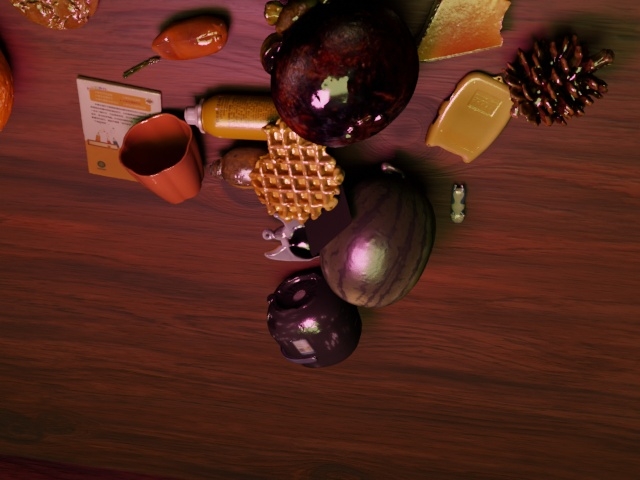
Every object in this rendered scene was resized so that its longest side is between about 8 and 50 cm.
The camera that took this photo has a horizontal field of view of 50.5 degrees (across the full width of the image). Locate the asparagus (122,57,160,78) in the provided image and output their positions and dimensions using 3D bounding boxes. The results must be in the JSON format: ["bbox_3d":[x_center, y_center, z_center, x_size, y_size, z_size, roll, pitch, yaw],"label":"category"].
[{"bbox_3d":[-0.421,-0.407,1.596,0.114,0.014,0.015,-18,106,27],"label":"asparagus"}]

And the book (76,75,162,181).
[{"bbox_3d":[-0.506,-0.271,1.740,0.208,0.020,0.295,11,134,0],"label":"book"}]

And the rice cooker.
[{"bbox_3d":[-0.023,0.222,1.961,0.267,0.267,0.224,-17,127,25],"label":"rice cooker"}]

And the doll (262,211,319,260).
[{"bbox_3d":[0.001,-0.004,1.837,0.317,0.103,0.145,9,154,-9],"label":"doll"}]

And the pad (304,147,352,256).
[{"bbox_3d":[0.000,-0.111,1.642,0.009,0.265,0.159,10,143,-38],"label":"pad"}]

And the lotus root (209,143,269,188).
[{"bbox_3d":[-0.176,-0.184,1.692,0.210,0.120,0.120,0,133,9],"label":"lotus root"}]

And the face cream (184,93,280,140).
[{"bbox_3d":[-0.145,-0.287,1.593,0.349,0.105,0.105,4,134,7],"label":"face cream"}]

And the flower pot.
[{"bbox_3d":[-0.378,-0.187,1.684,0.191,0.190,0.173,-1,149,12],"label":"flower pot"}]

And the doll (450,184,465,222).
[{"bbox_3d":[0.351,-0.093,1.731,0.037,0.027,0.125,6,135,16],"label":"doll"}]

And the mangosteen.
[{"bbox_3d":[0.041,-0.351,1.377,0.330,0.330,0.330,6,134,6],"label":"mangosteen"}]

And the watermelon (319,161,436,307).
[{"bbox_3d":[0.141,-0.010,1.672,0.279,0.279,0.359,19,105,-7],"label":"watermelon"}]

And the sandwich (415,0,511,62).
[{"bbox_3d":[0.295,-0.432,1.395,0.163,0.058,0.193,19,132,-8],"label":"sandwich"}]

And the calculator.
[{"bbox_3d":[0.346,-0.279,1.550,0.157,0.033,0.236,22,132,-8],"label":"calculator"}]

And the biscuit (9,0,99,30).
[{"bbox_3d":[-0.594,-0.554,1.473,0.226,0.042,0.225,5,134,5],"label":"biscuit"}]

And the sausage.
[{"bbox_3d":[-0.283,-0.443,1.493,0.179,0.089,0.089,-4,132,20],"label":"sausage"}]

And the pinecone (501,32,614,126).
[{"bbox_3d":[0.482,-0.326,1.379,0.212,0.185,0.168,-20,153,10],"label":"pinecone"}]

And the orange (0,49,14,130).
[{"bbox_3d":[-0.871,-0.359,1.547,0.341,0.293,0.340,19,146,14],"label":"orange"}]

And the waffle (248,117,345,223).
[{"bbox_3d":[-0.069,-0.154,1.568,0.253,0.056,0.249,-29,107,38],"label":"waffle"}]
